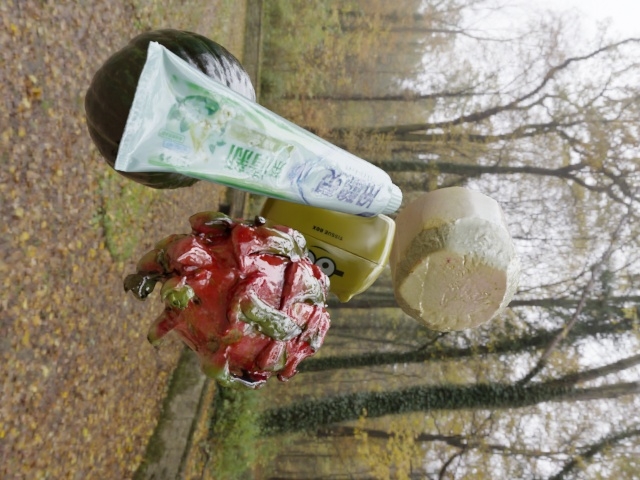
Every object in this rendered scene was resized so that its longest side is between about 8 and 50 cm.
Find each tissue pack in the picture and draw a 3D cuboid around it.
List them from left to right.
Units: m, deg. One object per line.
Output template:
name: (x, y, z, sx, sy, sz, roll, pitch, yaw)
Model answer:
tissue pack: (0.000, 0.000, 0.699, 0.123, 0.179, 0.127, -141, -106, -85)

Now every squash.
squash: (-0.189, -0.165, 0.672, 0.172, 0.218, 0.218, 54, -5, 1)

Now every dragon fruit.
dragon fruit: (-0.085, 0.051, 0.484, 0.172, 0.167, 0.160, 53, 14, -31)

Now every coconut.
coconut: (0.240, 0.027, 0.972, 0.244, 0.240, 0.238, -77, 172, -59)

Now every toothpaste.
toothpaste: (-0.019, -0.059, 0.405, 0.297, 0.048, 0.074, 11, 102, -53)
